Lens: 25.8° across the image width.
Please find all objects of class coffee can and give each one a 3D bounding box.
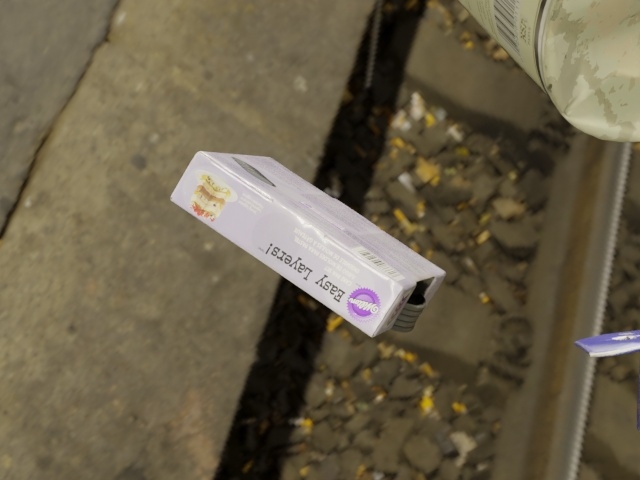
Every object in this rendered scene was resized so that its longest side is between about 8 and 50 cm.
[{"bbox_3d":[0.204,-0.231,1.098,0.201,0.201,0.275,8,31,-28],"label":"coffee can"}]

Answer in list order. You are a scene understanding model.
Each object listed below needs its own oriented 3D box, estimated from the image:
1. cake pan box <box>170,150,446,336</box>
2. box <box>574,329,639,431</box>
[{"bbox_3d":[0.000,0.000,1.483,0.267,0.070,0.246,33,12,10],"label":"cake pan box"},{"bbox_3d":[0.121,0.033,0.279,0.136,0.081,0.028,1,88,6],"label":"box"}]
